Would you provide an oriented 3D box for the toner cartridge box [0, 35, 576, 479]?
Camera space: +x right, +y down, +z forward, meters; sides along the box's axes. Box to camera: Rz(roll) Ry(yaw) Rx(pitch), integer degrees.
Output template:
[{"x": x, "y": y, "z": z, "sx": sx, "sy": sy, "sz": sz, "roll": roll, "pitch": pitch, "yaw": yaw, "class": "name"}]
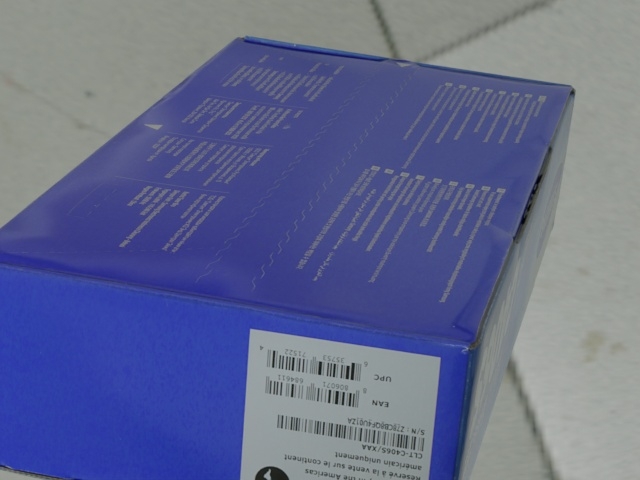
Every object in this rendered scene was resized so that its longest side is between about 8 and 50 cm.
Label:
[{"x": 0.000, "y": 0.000, "z": 0.762, "sx": 0.165, "sy": 0.348, "sz": 0.075, "roll": 11, "pitch": 109, "yaw": 10, "class": "toner cartridge box"}]
